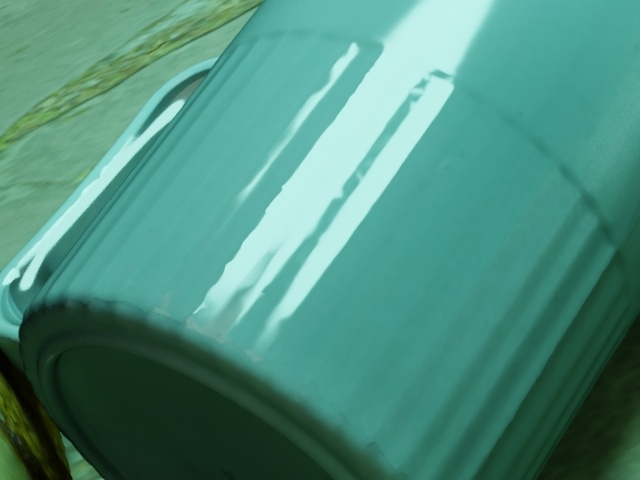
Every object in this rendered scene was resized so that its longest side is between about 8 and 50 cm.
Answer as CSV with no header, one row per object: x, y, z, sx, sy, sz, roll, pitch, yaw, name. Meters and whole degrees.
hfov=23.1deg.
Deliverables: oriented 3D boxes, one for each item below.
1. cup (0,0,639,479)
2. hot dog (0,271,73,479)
0.003,-0.011,0.797,0.331,0.257,0.311,26,59,16,cup
-0.278,0.105,0.892,0.223,0.185,0.405,-28,38,-6,hot dog
